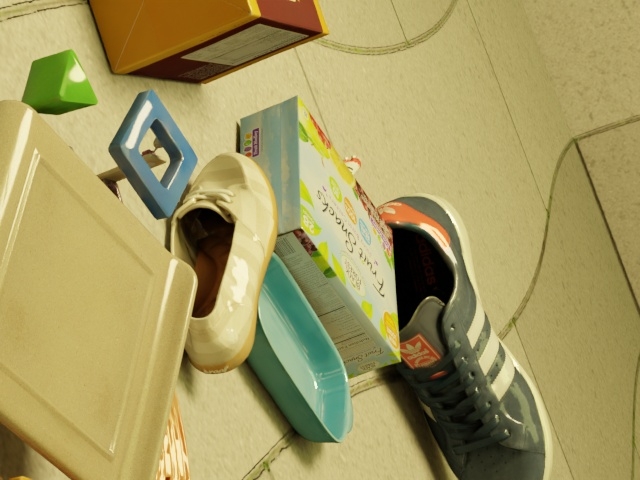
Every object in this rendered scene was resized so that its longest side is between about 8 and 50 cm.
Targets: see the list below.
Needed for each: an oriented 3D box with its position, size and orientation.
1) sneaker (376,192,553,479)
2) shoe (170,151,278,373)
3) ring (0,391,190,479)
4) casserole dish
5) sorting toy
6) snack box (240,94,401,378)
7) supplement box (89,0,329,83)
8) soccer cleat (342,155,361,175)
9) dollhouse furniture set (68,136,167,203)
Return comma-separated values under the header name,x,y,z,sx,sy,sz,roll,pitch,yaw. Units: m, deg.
name,x,y,z,sx,sy,sz,roll,pitch,yaw
sneaker,0.122,0.123,1.774,0.148,0.131,0.350,-10,75,-65
shoe,-0.078,0.003,1.371,0.058,0.076,0.219,60,22,-43
ring,-0.174,0.091,1.080,0.336,0.032,0.336,-19,90,-72
casserole dish,-0.027,0.096,1.488,0.114,0.037,0.188,-85,151,-52
sorting toy,-0.158,0.044,1.024,0.196,0.047,0.347,46,42,-42
snack box,0.000,0.000,1.610,0.207,0.070,0.174,53,25,-40
supplement box,-0.108,-0.245,1.458,0.194,0.129,0.191,-5,75,-71
soccer cleat,0.022,-0.068,1.816,0.083,0.029,0.035,-17,97,-69
dollhouse furniture set,-0.145,-0.038,1.116,0.114,0.081,0.091,14,58,-69
